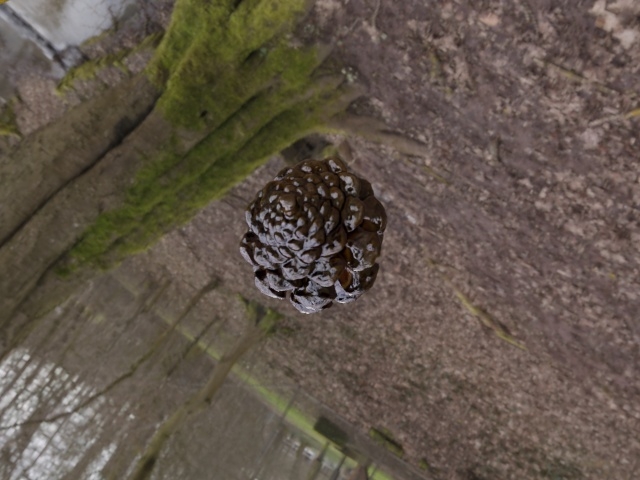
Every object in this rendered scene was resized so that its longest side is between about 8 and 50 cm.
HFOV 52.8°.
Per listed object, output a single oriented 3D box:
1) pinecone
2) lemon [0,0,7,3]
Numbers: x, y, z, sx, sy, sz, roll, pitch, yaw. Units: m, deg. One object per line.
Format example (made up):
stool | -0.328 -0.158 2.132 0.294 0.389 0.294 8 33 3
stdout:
pinecone | 0.000 0.000 1.042 0.244 0.244 0.309 26 179 20
lemon | -0.298 -0.317 0.483 0.293 0.293 0.293 30 162 10
